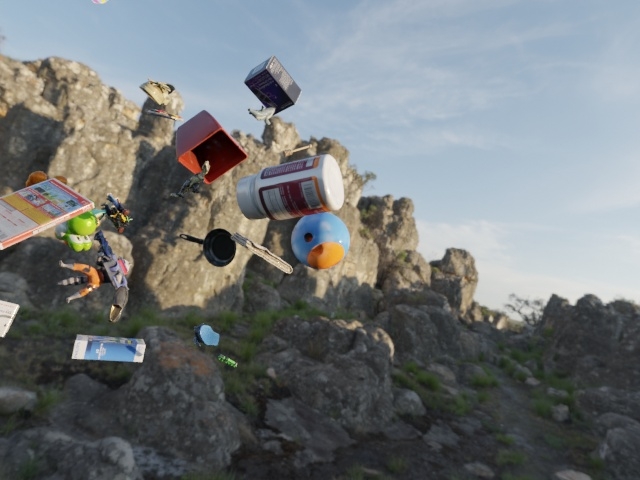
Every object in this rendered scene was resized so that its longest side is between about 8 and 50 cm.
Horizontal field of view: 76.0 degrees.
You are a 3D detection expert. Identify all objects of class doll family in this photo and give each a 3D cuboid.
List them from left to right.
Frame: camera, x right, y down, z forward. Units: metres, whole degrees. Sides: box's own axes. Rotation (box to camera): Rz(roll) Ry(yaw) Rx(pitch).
[{"bbox_3d":[-0.806,-0.103,1.627,0.111,0.076,0.193,45,-25,13],"label":"doll family"}]

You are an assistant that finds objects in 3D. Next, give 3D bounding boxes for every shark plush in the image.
[{"bbox_3d":[-0.267,-0.567,1.793,0.161,0.067,0.073,2,48,-53],"label":"shark plush"}]

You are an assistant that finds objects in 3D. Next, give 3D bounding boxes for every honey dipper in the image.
[{"bbox_3d":[-0.111,-0.448,2.014,0.161,0.030,0.031,-25,17,-28],"label":"honey dipper"}]

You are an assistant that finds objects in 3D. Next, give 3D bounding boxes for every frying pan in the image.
[{"bbox_3d":[-0.563,0.043,2.085,0.327,0.197,0.053,-7,-1,21],"label":"frying pan"}]

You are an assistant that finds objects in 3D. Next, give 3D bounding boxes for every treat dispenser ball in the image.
[{"bbox_3d":[0.000,0.000,2.019,0.289,0.287,0.288,14,-4,1],"label":"treat dispenser ball"}]

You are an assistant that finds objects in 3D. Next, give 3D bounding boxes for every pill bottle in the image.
[{"bbox_3d":[-0.123,-0.200,1.652,0.393,0.223,0.224,-8,-12,21],"label":"pill bottle"}]

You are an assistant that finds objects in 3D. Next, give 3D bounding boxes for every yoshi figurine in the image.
[{"bbox_3d":[-1.036,-0.132,1.691,0.362,0.204,0.203,54,-31,9],"label":"yoshi figurine"}]

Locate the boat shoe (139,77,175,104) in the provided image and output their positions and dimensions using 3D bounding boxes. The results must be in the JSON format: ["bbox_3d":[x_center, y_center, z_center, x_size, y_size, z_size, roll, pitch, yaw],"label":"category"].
[{"bbox_3d":[-0.694,-0.648,1.756,0.104,0.089,0.285,43,6,-19],"label":"boat shoe"}]

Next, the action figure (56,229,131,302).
[{"bbox_3d":[-1.133,0.133,2.068,0.179,0.340,0.330,-26,-10,40],"label":"action figure"}]

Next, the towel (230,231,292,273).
[{"bbox_3d":[-0.270,0.055,1.884,0.282,0.049,0.187,37,-8,-38],"label":"towel"}]

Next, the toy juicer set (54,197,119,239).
[{"bbox_3d":[-1.144,-0.083,2.021,0.089,0.209,0.329,49,30,-6],"label":"toy juicer set"}]

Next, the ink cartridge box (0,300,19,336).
[{"bbox_3d":[-1.298,0.311,1.646,0.099,0.135,0.056,22,-24,-25],"label":"ink cartridge box"}]

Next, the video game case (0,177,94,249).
[{"bbox_3d":[-0.886,-0.092,1.249,0.204,0.025,0.285,28,42,19],"label":"video game case"}]

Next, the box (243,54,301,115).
[{"bbox_3d":[-0.212,-0.695,1.852,0.153,0.108,0.207,-14,-45,39],"label":"box"}]

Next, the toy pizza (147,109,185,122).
[{"bbox_3d":[-0.841,-0.685,2.239,0.202,0.032,0.201,13,11,-3],"label":"toy pizza"}]

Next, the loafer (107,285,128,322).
[{"bbox_3d":[-0.898,0.285,1.825,0.062,0.169,0.061,15,-13,-24],"label":"loafer"}]

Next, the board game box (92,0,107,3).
[{"bbox_3d":[-0.850,-0.979,1.525,0.033,0.133,0.169,2,-24,34],"label":"board game box"}]

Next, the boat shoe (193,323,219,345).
[{"bbox_3d":[-0.597,0.495,2.084,0.089,0.108,0.258,4,-30,7],"label":"boat shoe"}]

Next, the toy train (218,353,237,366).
[{"bbox_3d":[-0.374,0.485,1.653,0.083,0.023,0.017,31,33,-10],"label":"toy train"}]

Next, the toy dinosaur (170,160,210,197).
[{"bbox_3d":[-0.572,-0.237,1.793,0.064,0.268,0.118,44,24,-32],"label":"toy dinosaur"}]

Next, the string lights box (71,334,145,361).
[{"bbox_3d":[-0.884,0.453,1.716,0.260,0.076,0.133,13,-7,-28],"label":"string lights box"}]

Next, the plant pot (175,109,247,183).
[{"bbox_3d":[-0.583,-0.501,2.102,0.235,0.267,0.267,60,6,27],"label":"plant pot"}]
